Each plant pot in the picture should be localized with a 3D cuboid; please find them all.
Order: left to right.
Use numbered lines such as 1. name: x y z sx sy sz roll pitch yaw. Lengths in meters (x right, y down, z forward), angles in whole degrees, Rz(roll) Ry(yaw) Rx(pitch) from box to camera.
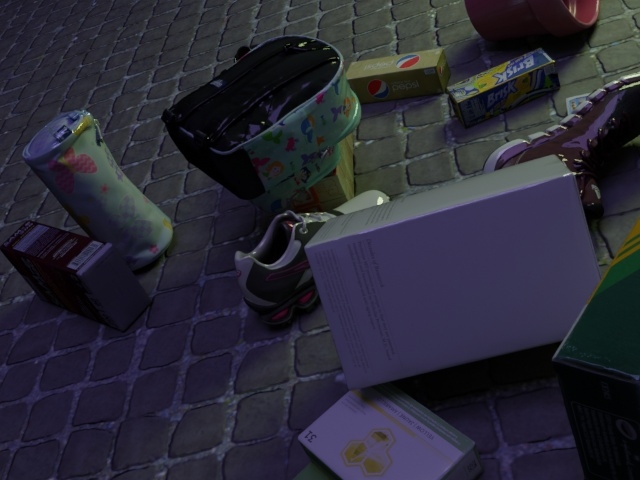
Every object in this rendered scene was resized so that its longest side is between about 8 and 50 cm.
1. plant pot: 0.358 -0.436 1.467 0.180 0.201 0.201 -12 36 42

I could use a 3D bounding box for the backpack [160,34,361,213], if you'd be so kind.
1. backpack: -0.069 -0.179 1.236 0.253 0.191 0.225 -44 44 -12

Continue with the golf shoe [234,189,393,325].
1. golf shoe: 0.000 0.000 1.190 0.273 0.120 0.105 -41 37 -22

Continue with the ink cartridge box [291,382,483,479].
1. ink cartridge box: 0.032 0.266 0.901 0.235 0.056 0.171 -38 39 -19

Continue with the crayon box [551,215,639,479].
1. crayon box: 0.349 0.072 0.824 0.083 0.203 0.323 13 51 40

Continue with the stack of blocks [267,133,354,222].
1. stack of blocks: -0.038 -0.140 1.406 0.171 0.087 0.297 -16 38 13

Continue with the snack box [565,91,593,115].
1. snack box: 0.458 -0.207 1.253 0.178 0.022 0.064 -11 40 19

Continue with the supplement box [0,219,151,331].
1. supplement box: -0.392 0.053 1.342 0.239 0.130 0.073 12 51 41

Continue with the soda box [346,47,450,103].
1. soda box: 0.136 -0.293 1.517 0.181 0.058 0.061 -3 42 27

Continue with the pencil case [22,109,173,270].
1. pencil case: -0.352 -0.076 1.360 0.113 0.273 0.124 9 50 47

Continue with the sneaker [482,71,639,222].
1. sneaker: 0.369 -0.101 1.127 0.281 0.106 0.162 -31 41 10

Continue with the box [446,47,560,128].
1. box: 0.297 -0.248 1.371 0.169 0.054 0.059 -22 37 3

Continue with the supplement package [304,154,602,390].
1. supplement package: 0.156 0.032 0.965 0.293 0.175 0.177 -16 9 13

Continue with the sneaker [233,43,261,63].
1. sneaker: -0.130 -0.364 1.724 0.084 0.097 0.235 -20 37 7
